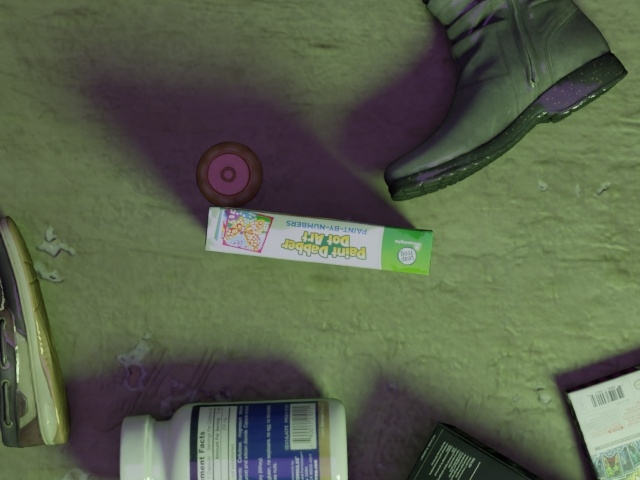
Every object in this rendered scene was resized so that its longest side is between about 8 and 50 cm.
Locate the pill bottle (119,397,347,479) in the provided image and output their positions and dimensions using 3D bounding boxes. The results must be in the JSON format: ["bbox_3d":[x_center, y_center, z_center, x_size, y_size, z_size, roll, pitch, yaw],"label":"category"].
[{"bbox_3d":[-0.100,0.267,1.675,0.265,0.153,0.153,-2,90,1],"label":"pill bottle"}]

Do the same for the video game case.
[{"bbox_3d":[0.441,0.247,1.728,0.232,0.042,0.210,-19,90,0],"label":"video game case"}]

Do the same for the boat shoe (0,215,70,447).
[{"bbox_3d":[-0.374,0.116,1.703,0.092,0.103,0.285,-13,96,-5],"label":"boat shoe"}]

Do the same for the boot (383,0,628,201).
[{"bbox_3d":[0.181,-0.209,1.706,0.338,0.118,0.222,-31,87,-11],"label":"boot"}]

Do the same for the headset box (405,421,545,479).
[{"bbox_3d":[0.209,0.389,1.643,0.283,0.131,0.246,28,89,19],"label":"headset box"}]

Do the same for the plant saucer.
[{"bbox_3d":[-0.113,-0.082,1.744,0.083,0.015,0.083,0,90,1],"label":"plant saucer"}]

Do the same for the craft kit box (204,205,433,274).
[{"bbox_3d":[0.000,0.000,1.628,0.247,0.250,0.060,4,90,1],"label":"craft kit box"}]
